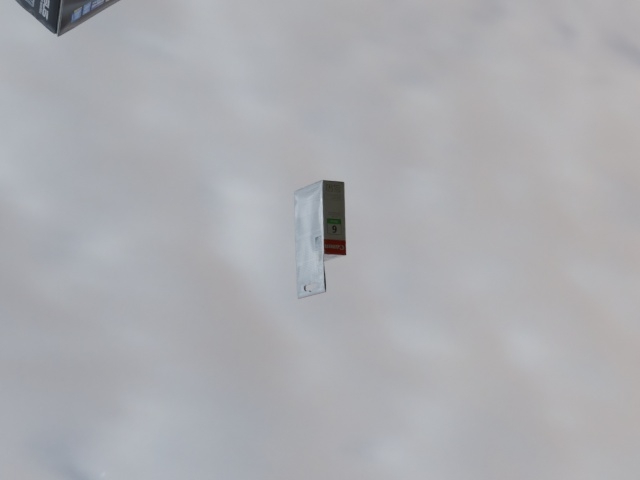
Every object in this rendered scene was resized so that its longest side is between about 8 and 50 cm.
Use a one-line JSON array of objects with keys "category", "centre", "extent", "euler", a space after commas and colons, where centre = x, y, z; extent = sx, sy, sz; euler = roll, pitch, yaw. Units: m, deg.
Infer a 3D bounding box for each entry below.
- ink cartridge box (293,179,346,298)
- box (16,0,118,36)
[{"category": "ink cartridge box", "centre": [0.000, 0.000, 1.274], "extent": [0.029, 0.063, 0.115], "euler": [3, -100, -29]}, {"category": "box", "centre": [-0.165, -0.372, 1.246], "extent": [0.076, 0.242, 0.307], "euler": [41, -129, 12]}]
